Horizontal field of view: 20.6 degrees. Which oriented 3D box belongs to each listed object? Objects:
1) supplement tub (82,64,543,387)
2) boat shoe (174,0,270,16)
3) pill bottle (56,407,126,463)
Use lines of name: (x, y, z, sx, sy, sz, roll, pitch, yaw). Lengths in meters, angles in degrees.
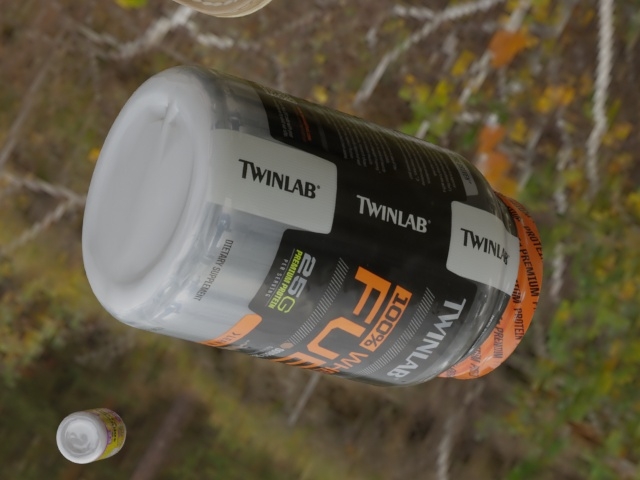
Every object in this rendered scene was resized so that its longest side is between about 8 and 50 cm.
supplement tub: (0.000, 0.000, 1.404, 0.338, 0.207, 0.207, 16, 175, -32)
boat shoe: (-0.155, -0.244, 1.015, 0.341, 0.121, 0.110, 41, -155, -15)
pill bottle: (-0.191, 0.164, 1.492, 0.043, 0.043, 0.083, 27, -177, 10)
